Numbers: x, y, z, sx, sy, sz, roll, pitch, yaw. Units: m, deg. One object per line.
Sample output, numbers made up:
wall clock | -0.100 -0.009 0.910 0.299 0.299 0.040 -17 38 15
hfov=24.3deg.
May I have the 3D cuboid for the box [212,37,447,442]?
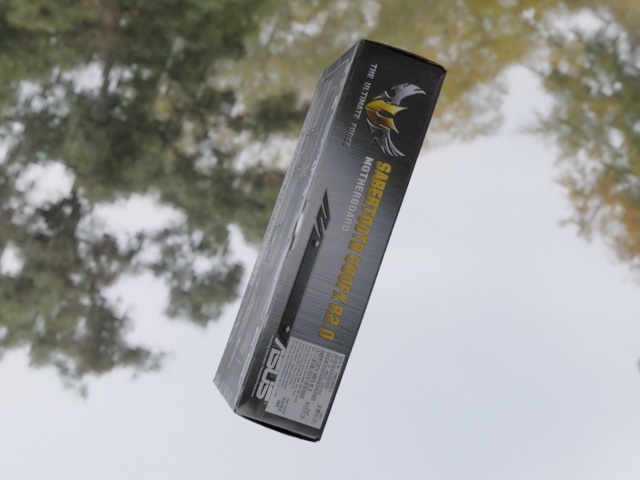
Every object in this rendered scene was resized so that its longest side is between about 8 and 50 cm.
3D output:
box | 0.000 0.000 0.931 0.056 0.231 0.183 20 177 -7
